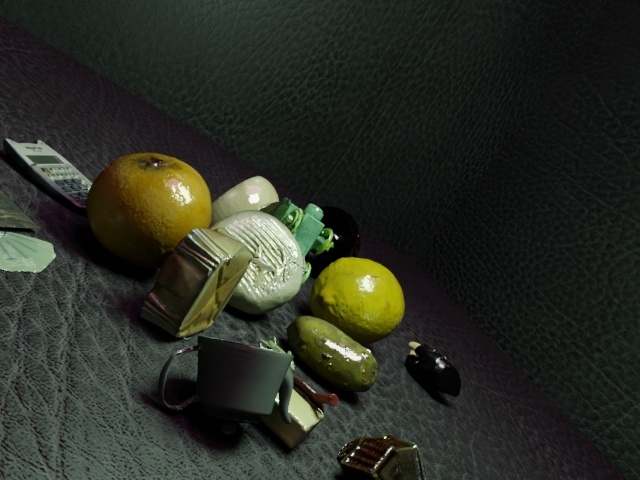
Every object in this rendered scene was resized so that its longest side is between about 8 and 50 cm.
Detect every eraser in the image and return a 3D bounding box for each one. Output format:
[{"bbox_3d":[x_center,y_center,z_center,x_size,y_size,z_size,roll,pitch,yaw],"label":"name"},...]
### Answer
[{"bbox_3d":[-0.084,0.295,1.102,0.172,0.058,0.117,39,8,14],"label":"eraser"}]

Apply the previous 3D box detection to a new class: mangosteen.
[{"bbox_3d":[0.004,-0.002,2.140,0.288,0.233,0.287,17,42,-16],"label":"mangosteen"}]

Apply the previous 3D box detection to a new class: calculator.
[{"bbox_3d":[-0.604,-0.145,1.402,0.268,0.040,0.177,37,12,3],"label":"calculator"}]

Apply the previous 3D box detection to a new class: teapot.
[{"bbox_3d":[-0.146,0.241,0.978,0.239,0.148,0.162,18,-12,-29],"label":"teapot"}]

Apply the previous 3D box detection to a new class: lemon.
[{"bbox_3d":[0.105,0.172,1.701,0.284,0.260,0.260,31,12,-28],"label":"lemon"}]

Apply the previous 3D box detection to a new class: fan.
[{"bbox_3d":[-0.545,0.012,1.026,0.131,0.009,0.240,43,13,21],"label":"fan"}]

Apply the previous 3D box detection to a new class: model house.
[{"bbox_3d":[0.100,0.419,1.104,0.152,0.106,0.165,12,-11,-39],"label":"model house"}]

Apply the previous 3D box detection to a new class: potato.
[{"bbox_3d":[0.023,0.268,1.419,0.251,0.113,0.149,29,18,7],"label":"potato"}]

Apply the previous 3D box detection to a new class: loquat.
[{"bbox_3d":[-0.362,-0.069,1.280,0.263,0.263,0.263,35,11,-8],"label":"loquat"}]

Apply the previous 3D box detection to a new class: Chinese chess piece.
[{"bbox_3d":[-0.233,-0.079,1.705,0.103,0.250,0.250,54,13,3],"label":"Chinese chess piece"}]

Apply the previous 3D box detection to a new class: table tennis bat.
[{"bbox_3d":[-0.018,0.302,1.153,0.155,0.019,0.098,-15,-69,54],"label":"table tennis bat"}]

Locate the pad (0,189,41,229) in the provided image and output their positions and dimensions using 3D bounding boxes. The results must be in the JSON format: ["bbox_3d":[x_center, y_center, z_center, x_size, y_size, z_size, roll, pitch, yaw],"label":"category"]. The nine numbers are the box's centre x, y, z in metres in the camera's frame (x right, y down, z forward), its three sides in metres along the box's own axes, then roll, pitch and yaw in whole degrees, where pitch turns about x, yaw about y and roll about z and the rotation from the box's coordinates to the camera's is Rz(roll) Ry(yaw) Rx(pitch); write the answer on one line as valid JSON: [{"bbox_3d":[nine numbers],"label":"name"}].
[{"bbox_3d":[-0.712,-0.132,1.086,0.368,0.007,0.248,38,11,18],"label":"pad"}]

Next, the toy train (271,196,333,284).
[{"bbox_3d":[-0.091,0.013,1.739,0.159,0.271,0.188,34,-4,-25],"label":"toy train"}]

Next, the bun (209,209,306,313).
[{"bbox_3d":[-0.175,0.060,1.468,0.273,0.168,0.272,15,59,-27],"label":"bun"}]

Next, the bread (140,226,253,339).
[{"bbox_3d":[-0.240,0.075,1.169,0.110,0.209,0.192,33,11,10],"label":"bread"}]

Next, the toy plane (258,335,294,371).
[{"bbox_3d":[-0.091,0.252,1.308,0.102,0.040,0.111,22,19,-46],"label":"toy plane"}]

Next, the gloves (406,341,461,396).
[{"bbox_3d":[0.339,0.388,1.858,0.164,0.124,0.203,55,-17,-19],"label":"gloves"}]
